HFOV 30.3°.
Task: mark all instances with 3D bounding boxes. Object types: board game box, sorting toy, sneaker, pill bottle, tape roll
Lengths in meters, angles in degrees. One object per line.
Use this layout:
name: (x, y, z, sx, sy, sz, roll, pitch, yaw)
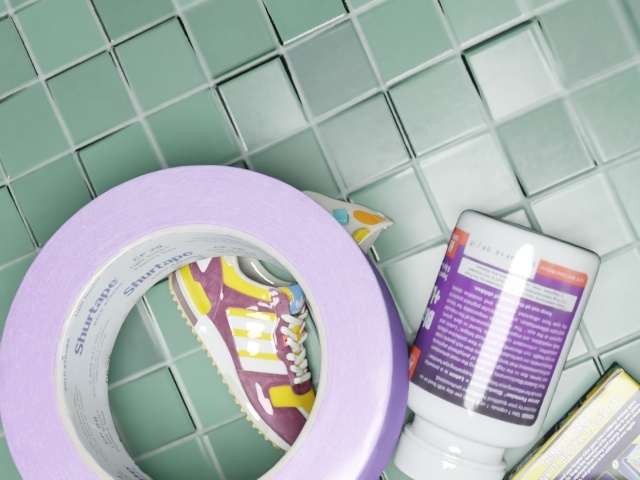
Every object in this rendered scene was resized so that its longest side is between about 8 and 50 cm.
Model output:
board game box: (0.215, 0.199, 0.876, 0.141, 0.048, 0.170, 43, 98, 7)
sorting toy: (0.000, 0.000, 0.912, 0.075, 0.045, 0.083, 34, 97, 26)
sneaker: (-0.036, 0.078, 0.900, 0.084, 0.069, 0.185, -37, 87, 14)
pill bottle: (0.121, 0.084, 0.856, 0.108, 0.108, 0.193, 20, 95, 8)
tape roll: (-0.079, 0.090, 0.823, 0.274, 0.090, 0.275, -3, 77, 12)
